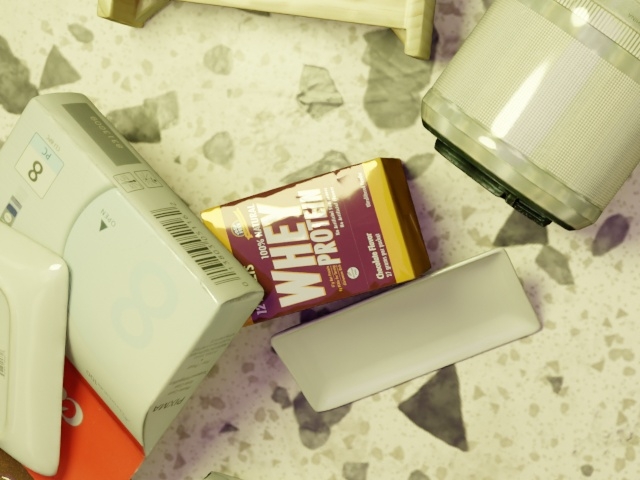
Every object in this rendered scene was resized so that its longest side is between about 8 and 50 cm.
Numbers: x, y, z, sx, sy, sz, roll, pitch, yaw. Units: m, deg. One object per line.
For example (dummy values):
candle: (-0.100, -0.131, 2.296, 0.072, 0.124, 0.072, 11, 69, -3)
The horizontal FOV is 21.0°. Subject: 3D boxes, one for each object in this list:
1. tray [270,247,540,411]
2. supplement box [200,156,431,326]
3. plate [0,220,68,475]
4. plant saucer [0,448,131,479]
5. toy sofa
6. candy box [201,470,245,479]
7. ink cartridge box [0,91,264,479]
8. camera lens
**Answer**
tray: (0.091, 0.092, 1.873, 0.270, 0.145, 0.030, -22, 45, 9)
supplement box: (0.000, 0.000, 1.830, 0.194, 0.191, 0.129, -16, 90, 9)
plate: (-0.382, 0.091, 1.854, 0.278, 0.045, 0.277, 28, 125, 31)
plant saucer: (-0.367, 0.309, 1.971, 0.311, 0.050, 0.310, 0, 92, 9)
toy sofa: (-0.047, -0.299, 1.845, 0.363, 0.150, 0.177, 8, 95, 8)
candy box: (-0.073, 0.375, 1.918, 0.165, 0.070, 0.196, 14, 94, 7)
ink cartridge box: (-0.272, 0.087, 1.815, 0.308, 0.091, 0.385, 46, 117, 19)
camera lens: (0.253, -0.164, 1.772, 0.219, 0.219, 0.274, 37, 97, 5)
